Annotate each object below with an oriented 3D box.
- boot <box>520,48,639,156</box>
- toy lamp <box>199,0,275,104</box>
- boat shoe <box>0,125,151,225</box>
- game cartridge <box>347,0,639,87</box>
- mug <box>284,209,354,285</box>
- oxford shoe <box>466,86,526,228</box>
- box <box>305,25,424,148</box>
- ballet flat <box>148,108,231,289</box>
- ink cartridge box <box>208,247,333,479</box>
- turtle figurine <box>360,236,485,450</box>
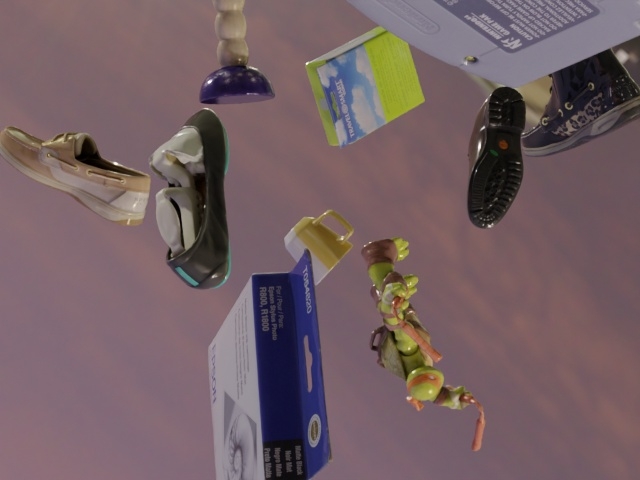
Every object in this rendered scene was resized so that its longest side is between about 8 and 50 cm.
[{"bbox_3d":[0.305,-0.208,1.887,0.179,0.085,0.236,65,155,-2],"label":"boot"},{"bbox_3d":[-0.090,-0.265,1.373,0.080,0.080,0.275,1,-96,-69],"label":"toy lamp"},{"bbox_3d":[-0.232,-0.075,1.430,0.170,0.059,0.063,28,-164,13],"label":"boat shoe"},{"bbox_3d":[0.118,-0.226,1.201,0.294,0.196,0.060,28,-129,-37],"label":"game cartridge"},{"bbox_3d":[-0.001,0.002,1.696,0.064,0.078,0.062,43,-178,2],"label":"mug"},{"bbox_3d":[0.269,-0.120,2.355,0.082,0.227,0.096,18,163,-13],"label":"oxford shoe"},{"bbox_3d":[0.051,-0.190,1.847,0.178,0.042,0.109,-33,-69,-43],"label":"box"},{"bbox_3d":[-0.167,-0.070,1.937,0.096,0.095,0.280,24,-135,-40],"label":"ballet flat"},{"bbox_3d":[-0.055,0.152,1.436,0.045,0.224,0.223,6,-122,-19],"label":"ink cartridge box"},{"bbox_3d":[0.102,0.116,1.712,0.269,0.087,0.217,55,-167,-42],"label":"turtle figurine"}]
